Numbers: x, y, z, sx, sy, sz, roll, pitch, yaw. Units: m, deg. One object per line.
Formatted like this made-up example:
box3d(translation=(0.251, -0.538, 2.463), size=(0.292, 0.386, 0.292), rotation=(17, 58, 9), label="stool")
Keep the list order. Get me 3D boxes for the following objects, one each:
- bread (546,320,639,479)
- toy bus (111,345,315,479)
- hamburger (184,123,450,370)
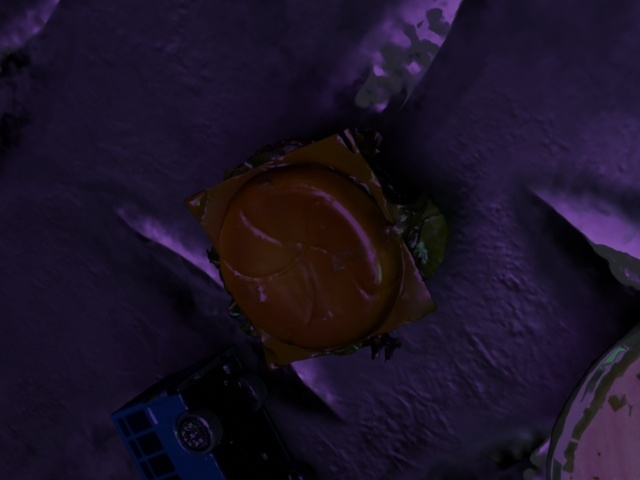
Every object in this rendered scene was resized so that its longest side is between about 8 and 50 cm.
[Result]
box3d(translation=(0.293, 0.168, 0.690), size=(0.301, 0.045, 0.301), rotation=(0, 91, 19), label="bread")
box3d(translation=(-0.077, 0.191, 0.889), size=(0.106, 0.090, 0.184), rotation=(-25, 94, 31), label="toy bus")
box3d(translation=(0.004, 0.001, 0.779), size=(0.190, 0.093, 0.164), rotation=(-7, 106, 29), label="hamburger")
